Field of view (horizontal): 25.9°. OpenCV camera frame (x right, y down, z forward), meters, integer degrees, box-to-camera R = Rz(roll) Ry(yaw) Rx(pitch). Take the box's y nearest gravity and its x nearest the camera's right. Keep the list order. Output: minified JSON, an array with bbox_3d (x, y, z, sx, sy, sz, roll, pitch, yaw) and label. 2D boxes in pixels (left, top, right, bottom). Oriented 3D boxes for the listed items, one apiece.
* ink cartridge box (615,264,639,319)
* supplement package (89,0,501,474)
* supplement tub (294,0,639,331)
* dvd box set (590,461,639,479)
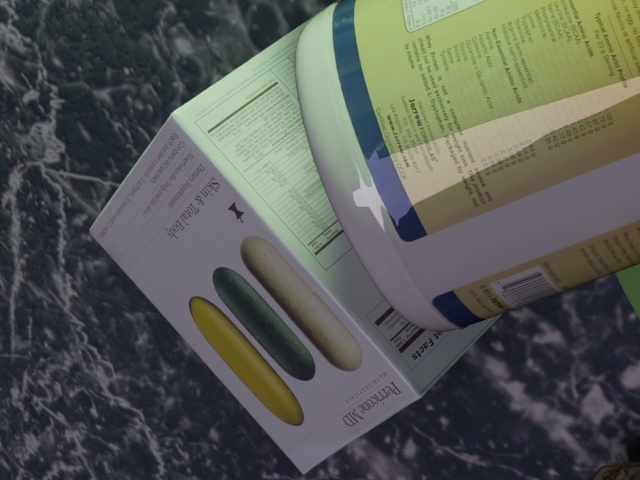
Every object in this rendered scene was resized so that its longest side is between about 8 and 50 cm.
[{"bbox_3d":[0.289,0.057,0.999,0.062,0.109,0.209,-21,103,41],"label":"ink cartridge box"},{"bbox_3d":[0.000,0.000,1.084,0.263,0.198,0.199,48,143,2],"label":"supplement package"},{"bbox_3d":[0.168,-0.094,0.868,0.316,0.228,0.228,-21,104,17],"label":"supplement tub"},{"bbox_3d":[0.373,0.255,0.927,0.307,0.062,0.420,40,163,-2],"label":"dvd box set"}]
